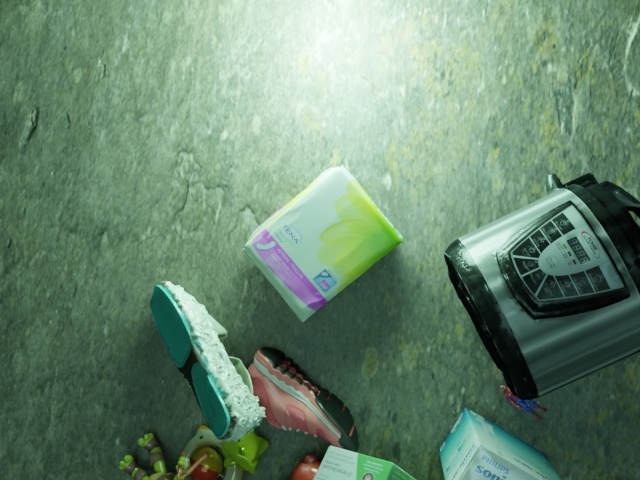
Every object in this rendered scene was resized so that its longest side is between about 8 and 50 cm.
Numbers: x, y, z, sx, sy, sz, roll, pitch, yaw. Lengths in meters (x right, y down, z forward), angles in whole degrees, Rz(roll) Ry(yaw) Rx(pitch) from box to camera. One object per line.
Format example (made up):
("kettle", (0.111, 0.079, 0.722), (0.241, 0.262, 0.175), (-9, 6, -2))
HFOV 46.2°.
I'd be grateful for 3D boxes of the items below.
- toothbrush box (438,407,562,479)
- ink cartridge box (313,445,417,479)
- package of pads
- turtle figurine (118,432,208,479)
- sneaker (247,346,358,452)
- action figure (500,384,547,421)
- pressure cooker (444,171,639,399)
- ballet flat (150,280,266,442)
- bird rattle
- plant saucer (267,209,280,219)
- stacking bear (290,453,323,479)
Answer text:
("toothbrush box", (0.378, 0.486, 1.567), (0.216, 0.295, 0.126), (30, 93, 3))
("ink cartridge box", (0.056, 0.589, 1.525), (0.121, 0.211, 0.289), (42, 63, -28))
("package of pads", (0.000, 0.000, 1.680), (0.296, 0.101, 0.229), (-39, 95, 3))
("turtle figurine", (-0.352, 0.536, 1.686), (0.217, 0.087, 0.269), (40, 100, 42))
("sneaker", (-0.051, 0.385, 1.709), (0.314, 0.116, 0.136), (41, 104, 10))
("action figure", (0.455, 0.361, 1.693), (0.115, 0.030, 0.038), (34, 98, 6))
("pressure cooker", (0.503, 0.080, 1.522), (0.421, 0.375, 0.369), (-25, 114, 4))
("ballet flat", (-0.251, 0.266, 1.690), (0.147, 0.147, 0.408), (-33, 65, 4))
("bird rattle", (-0.234, 0.534, 1.708), (0.207, 0.143, 0.253), (22, 92, 33))
("plant saucer", (-0.085, -0.029, 1.739), (0.084, 0.013, 0.083), (0, 90, 5))
("stacking bear", (-0.065, 0.618, 1.682), (0.175, 0.164, 0.289), (34, 89, 3))
